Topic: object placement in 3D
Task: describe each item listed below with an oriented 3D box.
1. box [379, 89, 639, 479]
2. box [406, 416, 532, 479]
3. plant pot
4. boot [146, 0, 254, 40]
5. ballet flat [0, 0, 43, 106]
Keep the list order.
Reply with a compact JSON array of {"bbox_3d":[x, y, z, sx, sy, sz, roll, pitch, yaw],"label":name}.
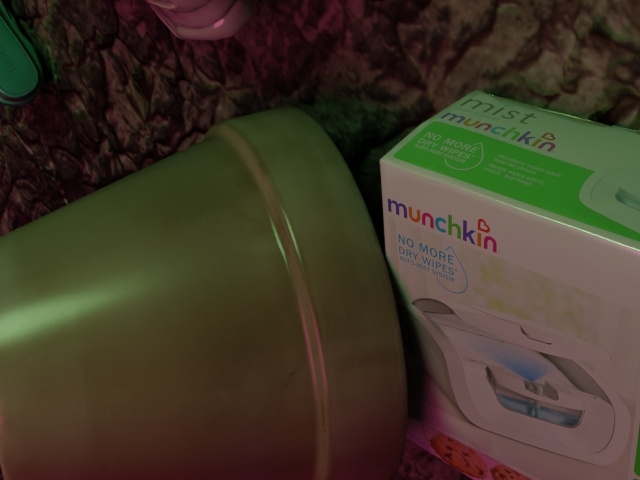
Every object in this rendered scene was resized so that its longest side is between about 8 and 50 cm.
[{"bbox_3d":[0.184,0.049,0.711,0.262,0.126,0.231,24,135,34],"label":"box"},{"bbox_3d":[0.133,0.156,0.891,0.324,0.063,0.067,29,135,28],"label":"box"},{"bbox_3d":[-0.124,0.079,0.829,0.323,0.280,0.323,166,90,-72],"label":"plant pot"},{"bbox_3d":[-0.152,-0.222,0.875,0.123,0.095,0.258,42,176,-35],"label":"boot"},{"bbox_3d":[-0.373,-0.248,1.095,0.087,0.083,0.247,-6,113,63],"label":"ballet flat"}]
